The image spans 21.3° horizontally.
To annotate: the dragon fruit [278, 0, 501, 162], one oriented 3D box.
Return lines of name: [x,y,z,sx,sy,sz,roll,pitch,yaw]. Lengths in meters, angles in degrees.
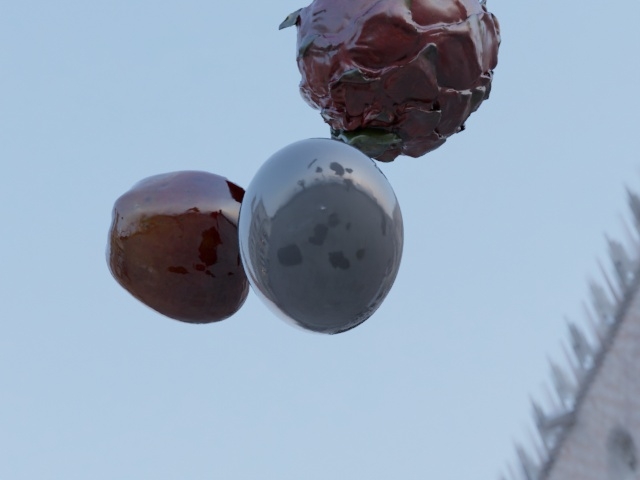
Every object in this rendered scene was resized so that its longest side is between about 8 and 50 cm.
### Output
dragon fruit: [0.091,-0.224,2.027,0.299,0.244,0.244,-38,-17,-47]

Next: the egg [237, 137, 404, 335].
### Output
egg: [0.000,0.000,1.492,0.146,0.146,0.199,-10,-42,-12]

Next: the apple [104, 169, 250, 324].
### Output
apple: [-0.148,0.006,1.809,0.158,0.147,0.156,10,-66,-5]
